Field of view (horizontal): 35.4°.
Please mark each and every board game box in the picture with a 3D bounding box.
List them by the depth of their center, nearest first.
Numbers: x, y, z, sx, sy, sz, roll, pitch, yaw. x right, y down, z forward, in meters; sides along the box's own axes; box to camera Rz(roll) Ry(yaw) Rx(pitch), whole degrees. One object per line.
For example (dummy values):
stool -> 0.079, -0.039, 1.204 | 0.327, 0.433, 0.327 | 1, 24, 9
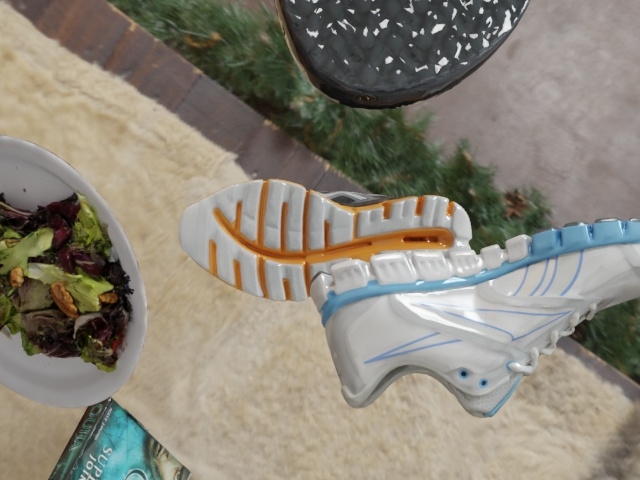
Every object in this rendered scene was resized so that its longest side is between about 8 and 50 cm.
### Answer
board game box -> -0.185, 0.241, 0.826 | 0.026, 0.186, 0.126 | -5, 137, 35

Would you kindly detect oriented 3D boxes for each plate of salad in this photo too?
plate of salad -> -0.204, 0.028, 0.673 | 0.199, 0.048, 0.200 | 10, 114, 25

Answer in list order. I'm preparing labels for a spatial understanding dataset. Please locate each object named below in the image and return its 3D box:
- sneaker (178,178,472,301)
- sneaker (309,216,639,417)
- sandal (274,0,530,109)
sneaker -> 0.000, 0.000, 0.735 | 0.214, 0.083, 0.084 | 4, 94, -20
sneaker -> 0.094, 0.043, 0.490 | 0.190, 0.071, 0.083 | -12, 70, 10
sandal -> 0.062, -0.264, 0.699 | 0.167, 0.107, 0.446 | 9, 62, -4
